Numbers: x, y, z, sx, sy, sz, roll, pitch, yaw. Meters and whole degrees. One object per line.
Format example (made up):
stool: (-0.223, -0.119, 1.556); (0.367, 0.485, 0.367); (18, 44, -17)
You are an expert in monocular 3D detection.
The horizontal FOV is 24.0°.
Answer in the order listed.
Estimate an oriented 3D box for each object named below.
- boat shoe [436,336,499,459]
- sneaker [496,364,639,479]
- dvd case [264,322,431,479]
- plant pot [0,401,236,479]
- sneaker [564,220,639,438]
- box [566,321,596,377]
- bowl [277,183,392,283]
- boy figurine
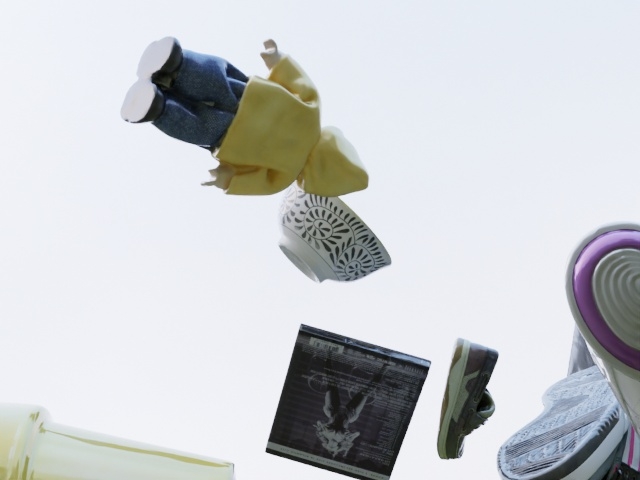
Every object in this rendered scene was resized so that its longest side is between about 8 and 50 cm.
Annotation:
boat shoe: (0.208, 0.231, 2.106); (0.073, 0.080, 0.223); (12, -50, 11)
sneaker: (0.241, 0.221, 1.279); (0.124, 0.295, 0.178); (-24, -88, 23)
dvd case: (0.031, 0.207, 1.859); (0.165, 0.018, 0.221); (16, -52, 1)
plant pot: (-0.190, 0.259, 1.218); (0.239, 0.254, 0.254); (1, -46, -2)
sneaker: (0.276, 0.117, 1.045); (0.114, 0.305, 0.152); (-30, -3, 6)
box: (0.479, 0.324, 1.612); (0.298, 0.471, 0.479); (-17, -38, -11)
bowl: (0.000, 0.000, 1.845); (0.080, 0.170, 0.170); (-46, -46, -11)
boy figurine: (-0.066, -0.129, 1.637); (0.285, 0.092, 0.177); (21, -97, -30)
